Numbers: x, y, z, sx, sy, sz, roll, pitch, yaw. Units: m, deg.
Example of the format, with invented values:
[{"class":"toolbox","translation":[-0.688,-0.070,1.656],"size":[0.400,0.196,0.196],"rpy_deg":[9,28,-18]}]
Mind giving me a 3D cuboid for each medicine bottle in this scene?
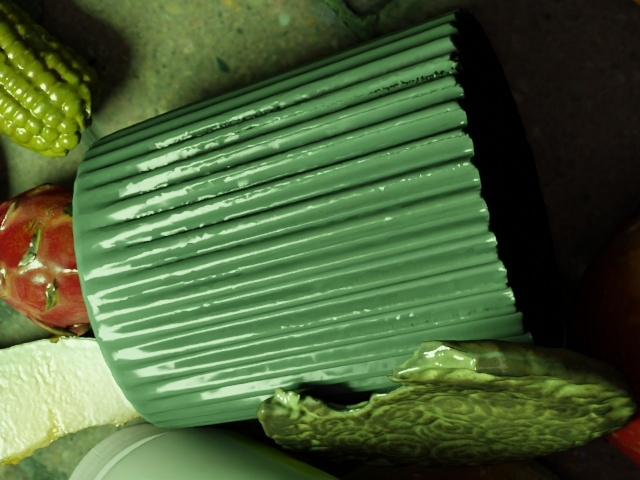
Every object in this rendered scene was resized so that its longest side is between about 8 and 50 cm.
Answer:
[{"class":"medicine bottle","translation":[-0.076,0.267,1.565],"size":[0.214,0.379,0.213],"rpy_deg":[-2,96,-24]}]

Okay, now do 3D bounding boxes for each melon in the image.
[{"class":"melon","translation":[-0.211,0.128,1.723],"size":[0.182,0.054,0.098],"rpy_deg":[-19,76,4]}]

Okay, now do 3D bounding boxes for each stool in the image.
[{"class":"stool","translation":[0.000,0.000,1.557],"size":[0.330,0.297,0.297],"rpy_deg":[-15,103,15]}]

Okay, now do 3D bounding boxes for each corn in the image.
[{"class":"corn","translation":[-0.342,-0.197,1.624],"size":[0.363,0.120,0.120],"rpy_deg":[38,106,-2]}]

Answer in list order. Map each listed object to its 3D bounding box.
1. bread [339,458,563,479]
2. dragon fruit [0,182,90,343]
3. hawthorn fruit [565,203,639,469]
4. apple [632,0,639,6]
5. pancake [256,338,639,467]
[{"class":"bread","translation":[0.118,0.324,1.692],"size":[0.306,0.159,0.305],"rpy_deg":[2,105,6]},{"class":"dragon fruit","translation":[-0.216,0.015,1.661],"size":[0.166,0.136,0.133],"rpy_deg":[25,66,24]},{"class":"hawthorn fruit","translation":[0.314,0.088,1.583],"size":[0.254,0.254,0.300],"rpy_deg":[33,141,-3]},{"class":"apple","translation":[0.290,-0.246,1.518],"size":[0.158,0.147,0.156],"rpy_deg":[24,90,10]},{"class":"pancake","translation":[0.094,0.129,1.472],"size":[0.286,0.288,0.033],"rpy_deg":[3,68,-1]}]
